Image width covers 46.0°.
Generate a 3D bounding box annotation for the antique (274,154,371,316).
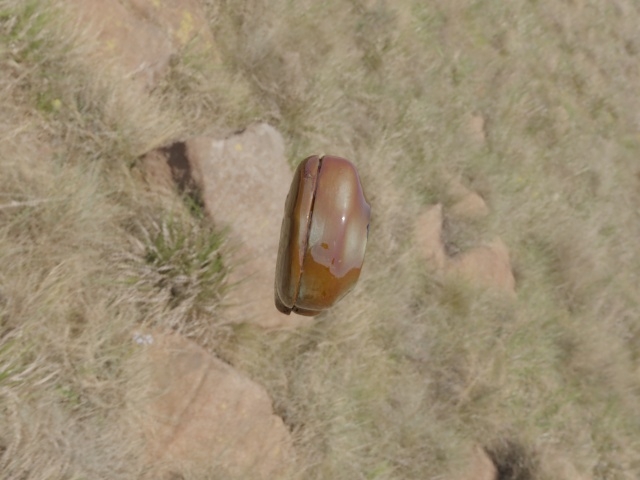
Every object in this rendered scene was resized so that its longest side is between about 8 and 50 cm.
[{"bbox_3d":[0.000,0.000,1.172,0.129,0.278,0.223,9,39,-4],"label":"antique"}]
